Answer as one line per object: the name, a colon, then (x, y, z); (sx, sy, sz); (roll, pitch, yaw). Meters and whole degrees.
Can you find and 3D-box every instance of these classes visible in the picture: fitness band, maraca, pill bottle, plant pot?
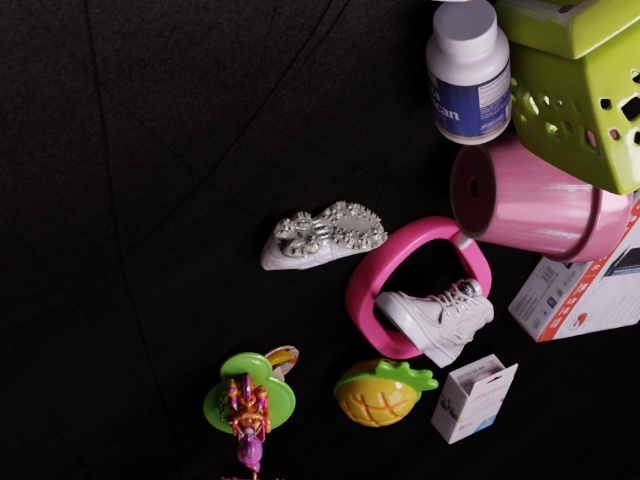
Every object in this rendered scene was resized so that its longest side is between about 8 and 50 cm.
fitness band: (0.145, 0.075, 1.641); (0.209, 0.054, 0.291); (-38, 146, 0)
maraca: (0.096, 0.223, 1.704); (0.127, 0.099, 0.185); (19, 147, -24)
pill bottle: (0.169, -0.195, 1.293); (0.094, 0.094, 0.169); (-32, 147, -10)
plant pot: (0.337, -0.218, 1.289); (0.228, 0.227, 0.207); (-33, 117, -8)
plant pot: (0.278, -0.067, 1.485); (0.180, 0.201, 0.201); (-3, 135, -21)

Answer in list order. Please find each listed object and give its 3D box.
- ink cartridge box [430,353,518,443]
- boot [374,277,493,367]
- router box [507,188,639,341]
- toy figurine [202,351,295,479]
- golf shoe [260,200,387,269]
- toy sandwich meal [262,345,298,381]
ink cartridge box: (0.270, 0.269, 1.992); (0.104, 0.061, 0.181); (-19, 143, -29)
boot: (0.165, 0.092, 1.570); (0.123, 0.095, 0.258); (-44, 155, 3)
router box: (0.511, 0.009, 1.891); (0.301, 0.082, 0.335); (-5, 134, -41)
toy figurine: (-0.091, 0.264, 1.510); (0.130, 0.159, 0.173); (-4, 132, -5)
golf shoe: (0.000, 0.000, 1.415); (0.176, 0.069, 0.086); (-6, 155, -37)
toy sandwich meal: (-0.063, 0.183, 1.588); (0.085, 0.029, 0.086); (-26, 145, -19)
